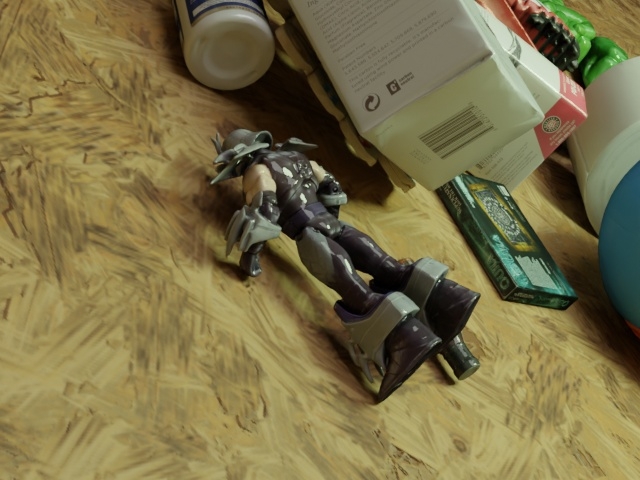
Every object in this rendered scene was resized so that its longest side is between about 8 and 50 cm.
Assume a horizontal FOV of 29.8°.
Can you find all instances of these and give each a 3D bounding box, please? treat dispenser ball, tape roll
[{"bbox_3d":[0.483,0.012,1.456,0.288,0.288,0.288,31,30,-20],"label":"treat dispenser ball"},{"bbox_3d":[0.476,-0.114,1.672,0.246,0.246,0.169,31,29,-20],"label":"tape roll"}]

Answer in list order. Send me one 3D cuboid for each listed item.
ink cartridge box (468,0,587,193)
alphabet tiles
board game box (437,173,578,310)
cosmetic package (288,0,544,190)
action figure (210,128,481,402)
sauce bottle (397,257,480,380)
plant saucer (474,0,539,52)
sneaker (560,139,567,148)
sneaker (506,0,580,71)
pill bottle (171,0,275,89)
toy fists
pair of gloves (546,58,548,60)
[{"bbox_3d":[0.199,-0.184,1.505,0.218,0.158,0.092,35,30,-14],"label":"ink cartridge box"},{"bbox_3d":[0.025,-0.185,1.335,0.284,0.021,0.278,55,16,-10],"label":"alphabet tiles"},{"bbox_3d":[0.215,-0.002,1.413,0.126,0.026,0.186,11,41,-44],"label":"board game box"},{"bbox_3d":[0.060,-0.266,1.264,0.385,0.156,0.217,65,15,21],"label":"cosmetic package"},{"bbox_3d":[0.000,0.000,1.070,0.285,0.099,0.185,45,35,13],"label":"action figure"},{"bbox_3d":[0.107,0.075,1.150,0.042,0.042,0.128,-5,53,-54],"label":"sauce bottle"},{"bbox_3d":[0.260,-0.290,1.800,0.258,0.047,0.259,55,26,-7],"label":"plant saucer"},{"bbox_3d":[0.406,-0.157,1.825,0.086,0.064,0.192,48,22,17],"label":"sneaker"},{"bbox_3d":[0.321,-0.380,2.000,0.276,0.098,0.135,30,32,-19],"label":"sneaker"},{"bbox_3d":[-0.107,-0.244,1.267,0.094,0.094,0.169,22,34,-33],"label":"pill bottle"},{"bbox_3d":[0.466,-0.336,2.130,0.279,0.096,0.142,32,30,-21],"label":"toy fists"},{"bbox_3d":[0.377,-0.241,1.887,0.083,0.010,0.074,40,32,-35],"label":"pair of gloves"}]
